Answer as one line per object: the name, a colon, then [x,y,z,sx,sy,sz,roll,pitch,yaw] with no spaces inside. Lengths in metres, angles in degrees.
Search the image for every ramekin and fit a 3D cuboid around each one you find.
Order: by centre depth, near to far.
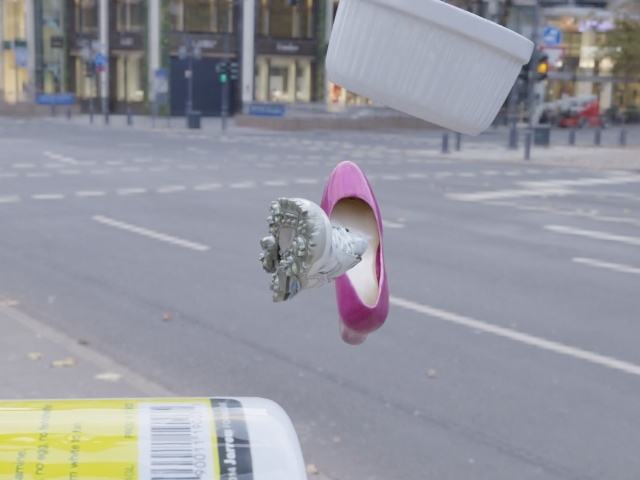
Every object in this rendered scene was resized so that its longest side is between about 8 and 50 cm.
ramekin: [0.103,-0.186,0.990,0.207,0.109,0.207,20,11,-4]

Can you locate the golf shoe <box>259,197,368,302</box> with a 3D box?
golf shoe: [0.000,0.000,0.800,0.086,0.069,0.176,-13,-10,-12]

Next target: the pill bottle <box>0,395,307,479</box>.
pill bottle: [-0.180,0.174,0.483,0.333,0.188,0.188,1,9,-11]

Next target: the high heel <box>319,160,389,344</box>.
high heel: [0.043,-0.003,1.152,0.082,0.244,0.117,7,-24,-7]
